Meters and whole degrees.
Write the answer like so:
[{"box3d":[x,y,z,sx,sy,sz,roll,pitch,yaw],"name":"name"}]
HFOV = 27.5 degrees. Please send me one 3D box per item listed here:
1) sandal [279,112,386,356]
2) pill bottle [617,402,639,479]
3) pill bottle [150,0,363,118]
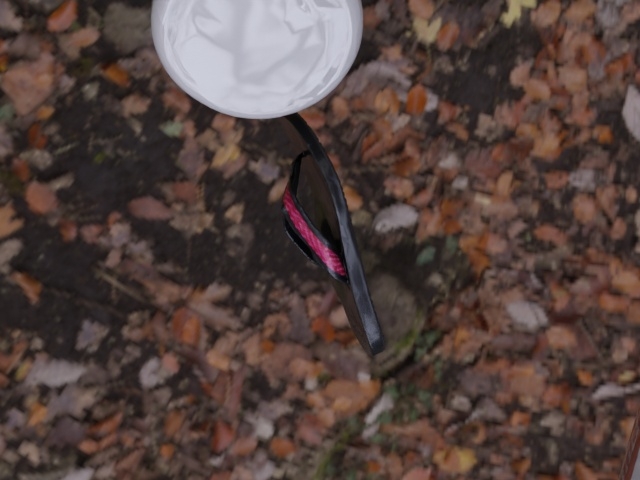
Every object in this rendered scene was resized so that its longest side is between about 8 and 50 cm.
[{"box3d":[0.000,0.000,0.878,0.040,0.067,0.179,-19,104,-8],"name":"sandal"},{"box3d":[0.195,0.109,0.579,0.121,0.121,0.216,11,125,8],"name":"pill bottle"},{"box3d":[-0.040,-0.174,0.785,0.117,0.208,0.118,-2,128,-3],"name":"pill bottle"}]
